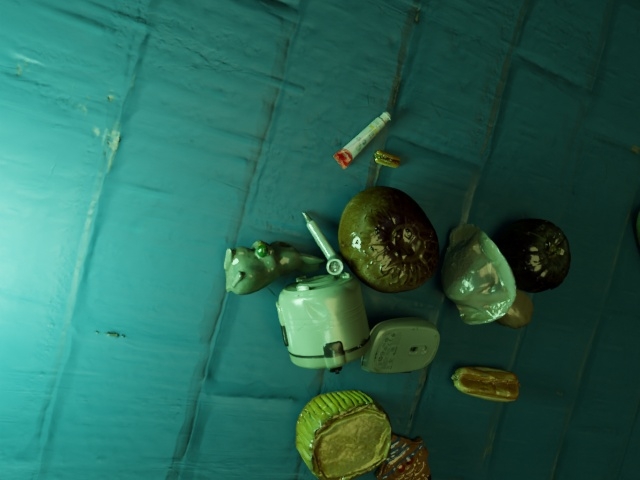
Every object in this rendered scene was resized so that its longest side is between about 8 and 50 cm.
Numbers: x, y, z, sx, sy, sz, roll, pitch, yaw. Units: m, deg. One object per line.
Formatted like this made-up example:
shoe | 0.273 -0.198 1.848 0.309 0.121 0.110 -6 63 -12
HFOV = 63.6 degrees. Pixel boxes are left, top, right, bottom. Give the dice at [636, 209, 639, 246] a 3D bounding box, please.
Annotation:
dice | 1.265 -0.040 1.753 0.252 0.254 0.249 -32 106 -13

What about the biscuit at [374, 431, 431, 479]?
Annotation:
biscuit | 0.262 0.693 1.589 0.183 0.043 0.280 -39 107 -8

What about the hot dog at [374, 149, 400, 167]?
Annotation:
hot dog | 0.185 -0.223 1.415 0.083 0.021 0.037 10 94 -24

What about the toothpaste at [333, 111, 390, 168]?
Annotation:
toothpaste | 0.115 -0.272 1.376 0.190 0.031 0.048 -45 115 -7

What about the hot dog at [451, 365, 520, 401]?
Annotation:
hot dog | 0.525 0.452 1.627 0.249 0.076 0.102 10 67 -16

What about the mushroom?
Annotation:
mushroom | 0.186 -0.004 1.343 0.297 0.163 0.278 45 58 -16

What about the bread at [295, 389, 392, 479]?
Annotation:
bread | 0.062 0.538 1.426 0.254 0.142 0.227 -8 103 -18

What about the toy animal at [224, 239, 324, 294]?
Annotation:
toy animal | -0.118 0.057 1.303 0.251 0.127 0.125 -10 85 -33

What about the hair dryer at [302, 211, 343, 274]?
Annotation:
hair dryer | -0.001 -0.001 1.323 0.044 0.155 0.183 -34 94 4

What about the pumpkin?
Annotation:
pumpkin | 0.651 0.046 1.564 0.238 0.159 0.237 3 82 -19

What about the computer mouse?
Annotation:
computer mouse | 0.219 0.288 1.457 0.289 0.097 0.159 7 106 -35

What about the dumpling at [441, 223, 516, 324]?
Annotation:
dumpling | 0.444 0.098 1.461 0.175 0.227 0.243 -44 108 -27

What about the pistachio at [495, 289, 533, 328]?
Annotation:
pistachio | 0.574 0.203 1.590 0.186 0.108 0.126 28 111 -16

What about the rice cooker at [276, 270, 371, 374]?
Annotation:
rice cooker | 0.009 0.208 1.307 0.226 0.226 0.244 -16 98 -19
